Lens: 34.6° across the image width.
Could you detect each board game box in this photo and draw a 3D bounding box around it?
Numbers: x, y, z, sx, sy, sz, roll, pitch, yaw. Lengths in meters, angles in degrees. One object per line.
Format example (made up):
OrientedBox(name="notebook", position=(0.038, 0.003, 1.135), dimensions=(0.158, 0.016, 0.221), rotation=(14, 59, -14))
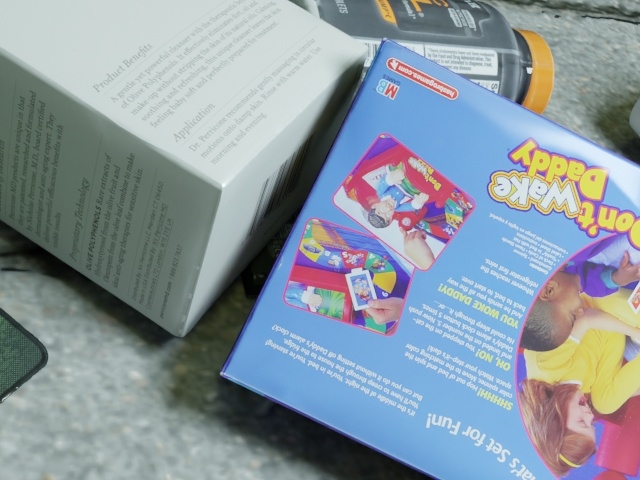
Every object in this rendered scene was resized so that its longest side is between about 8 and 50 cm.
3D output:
OrientedBox(name="board game box", position=(0.141, 0.055, 0.667), dimensions=(0.347, 0.078, 0.233), rotation=(27, 86, -2))

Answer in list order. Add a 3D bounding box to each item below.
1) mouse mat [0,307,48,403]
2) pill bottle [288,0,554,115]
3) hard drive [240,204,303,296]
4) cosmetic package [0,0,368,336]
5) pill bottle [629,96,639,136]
OrientedBox(name="mouse mat", position=(-0.273, 0.074, 0.594), dimensions=(0.152, 0.007, 0.189), rotation=(37, 46, 9))
OrientedBox(name="pill bottle", position=(0.077, -0.143, 0.870), dimensions=(0.245, 0.130, 0.130), rotation=(-1, 52, -28))
OrientedBox(name="hard drive", position=(0.000, 0.000, 0.780), dimensions=(0.135, 0.022, 0.094), rotation=(1, 50, -25))
OrientedBox(name="cosmetic package", position=(-0.178, -0.129, 0.699), dimensions=(0.365, 0.155, 0.197), rotation=(32, 46, 10))
OrientedBox(name="pill bottle", position=(0.429, -0.054, 0.940), dimensions=(0.160, 0.160, 0.283), rotation=(-18, 61, -37))
